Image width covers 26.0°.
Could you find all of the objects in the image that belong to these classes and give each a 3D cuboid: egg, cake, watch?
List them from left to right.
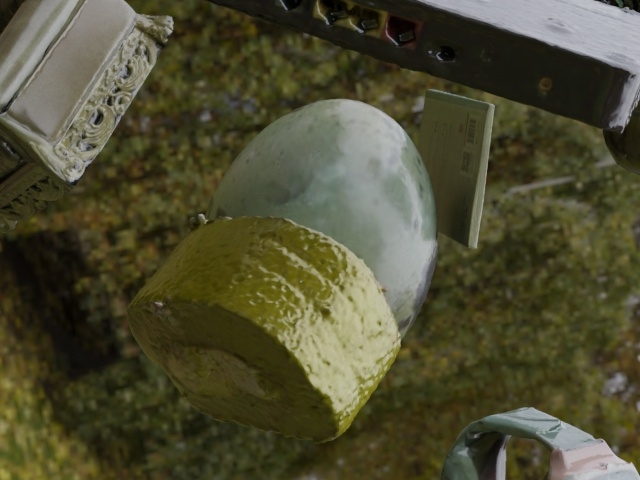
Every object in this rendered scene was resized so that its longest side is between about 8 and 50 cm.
[{"bbox_3d":[-0.062,0.075,1.284,0.260,0.156,0.179,3,-48,43],"label":"cake"},{"bbox_3d":[0.000,0.000,2.007,0.345,0.345,0.428,-123,-135,-64],"label":"egg"},{"bbox_3d":[0.260,0.338,1.726,0.241,0.161,0.253,-3,-92,45],"label":"watch"}]

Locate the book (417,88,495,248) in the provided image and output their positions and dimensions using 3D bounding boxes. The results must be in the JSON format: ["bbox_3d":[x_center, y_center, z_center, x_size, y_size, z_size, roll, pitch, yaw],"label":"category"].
[{"bbox_3d":[0.193,-0.112,2.061,0.282,0.025,0.215,-136,-129,-73],"label":"book"}]

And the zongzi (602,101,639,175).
[{"bbox_3d":[0.500,-0.071,1.813,0.174,0.356,0.393,15,-67,41],"label":"zongzi"}]

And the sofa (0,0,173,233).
[{"bbox_3d":[-0.286,-0.149,1.278,0.258,0.182,0.200,-20,-142,59],"label":"sofa"}]

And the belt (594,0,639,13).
[{"bbox_3d":[0.342,-0.299,1.663,0.140,0.105,0.058,37,51,-63],"label":"belt"}]

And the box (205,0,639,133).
[{"bbox_3d":[0.078,-0.176,1.036,0.211,0.350,0.058,-43,151,-66],"label":"box"}]
